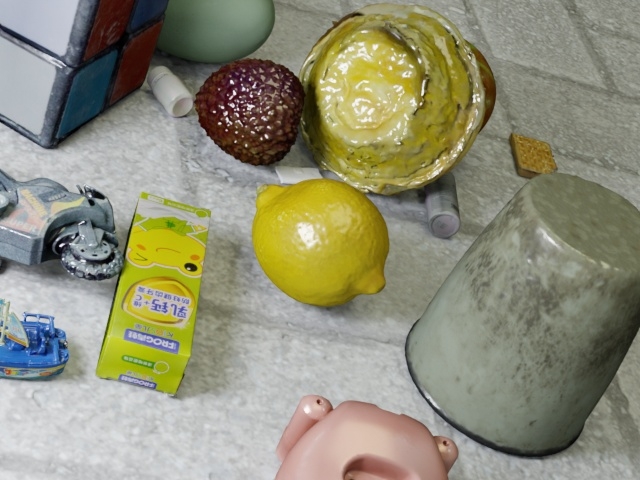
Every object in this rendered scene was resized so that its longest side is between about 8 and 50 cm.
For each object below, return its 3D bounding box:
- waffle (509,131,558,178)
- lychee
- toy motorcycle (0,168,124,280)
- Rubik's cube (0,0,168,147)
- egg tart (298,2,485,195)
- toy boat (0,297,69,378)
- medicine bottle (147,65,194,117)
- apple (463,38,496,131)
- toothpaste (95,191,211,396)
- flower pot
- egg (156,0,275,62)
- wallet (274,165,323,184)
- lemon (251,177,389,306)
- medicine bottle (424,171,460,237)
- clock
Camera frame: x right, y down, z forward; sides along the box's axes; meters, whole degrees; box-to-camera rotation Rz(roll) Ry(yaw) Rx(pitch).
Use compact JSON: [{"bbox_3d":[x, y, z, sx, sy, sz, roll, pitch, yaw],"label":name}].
[{"bbox_3d":[0.420,-0.161,2.348,0.092,0.021,0.135,15,36,-14],"label":"waffle"},{"bbox_3d":[-0.117,-0.217,1.965,0.188,0.188,0.188,16,36,-12],"label":"lychee"},{"bbox_3d":[-0.393,-0.032,1.615,0.307,0.108,0.173,21,33,7],"label":"toy motorcycle"},{"bbox_3d":[-0.437,-0.387,1.878,0.316,0.313,0.318,30,34,8],"label":"Rubik's cube"},{"bbox_3d":[0.099,-0.247,2.004,0.345,0.345,0.132,41,11,22],"label":"egg tart"},{"bbox_3d":[-0.386,0.107,1.444,0.174,0.110,0.091,4,40,-24],"label":"toy boat"},{"bbox_3d":[-0.256,-0.254,2.037,0.052,0.052,0.089,-10,48,-39],"label":"medicine bottle"},{"bbox_3d":[0.189,-0.262,2.170,0.246,0.226,0.246,23,36,-18],"label":"apple"},{"bbox_3d":[-0.221,0.063,1.627,0.110,0.077,0.327,17,36,-12],"label":"toothpaste"},{"bbox_3d":[0.312,0.089,1.697,0.293,0.330,0.294,16,34,-11],"label":"flower pot"},{"bbox_3d":[-0.220,-0.424,2.148,0.282,0.203,0.203,14,36,-10],"label":"egg"},{"bbox_3d":[-0.035,-0.108,2.016,0.083,0.011,0.044,2,41,-28],"label":"wallet"},{"bbox_3d":[0.000,0.000,1.749,0.244,0.187,0.187,35,36,21],"label":"lemon"},{"bbox_3d":[0.210,-0.085,2.094,0.057,0.058,0.199,16,36,-12],"label":"medicine bottle"},{"bbox_3d":[0.052,0.317,1.413,0.227,0.142,0.241,20,39,-7],"label":"clock"}]
